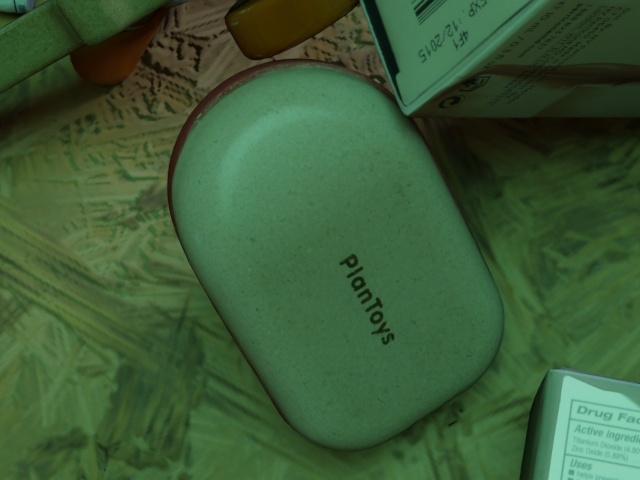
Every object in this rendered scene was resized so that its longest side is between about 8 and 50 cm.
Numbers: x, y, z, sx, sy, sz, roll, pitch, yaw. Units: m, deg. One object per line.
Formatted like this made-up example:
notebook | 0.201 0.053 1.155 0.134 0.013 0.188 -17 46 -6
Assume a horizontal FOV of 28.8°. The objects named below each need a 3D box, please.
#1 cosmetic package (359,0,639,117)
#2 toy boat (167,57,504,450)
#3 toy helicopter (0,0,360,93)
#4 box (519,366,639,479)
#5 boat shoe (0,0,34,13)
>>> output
cosmetic package | 0.169 -0.160 0.707 0.296 0.129 0.153 -3 67 -37
toy boat | 0.000 0.000 0.742 0.151 0.151 0.231 -32 115 -7
toy helicopter | -0.144 -0.151 0.782 0.355 0.235 0.140 -28 109 9
box | 0.163 0.238 0.659 0.148 0.121 0.311 11 73 7
boat shoe | -0.217 -0.206 0.875 0.035 0.035 0.100 1 79 1
